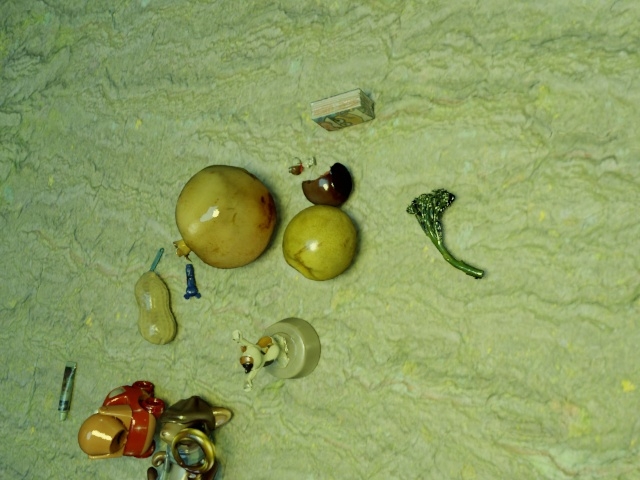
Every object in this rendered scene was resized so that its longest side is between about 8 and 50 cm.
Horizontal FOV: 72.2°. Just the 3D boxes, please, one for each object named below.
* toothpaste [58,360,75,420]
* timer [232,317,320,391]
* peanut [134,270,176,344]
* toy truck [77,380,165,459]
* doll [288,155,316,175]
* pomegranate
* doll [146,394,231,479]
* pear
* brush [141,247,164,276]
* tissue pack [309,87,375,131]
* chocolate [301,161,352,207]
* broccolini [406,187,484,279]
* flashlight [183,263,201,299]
[{"bbox_3d":[-0.963,0.570,1.664,0.062,0.037,0.216,-1,78,27],"label":"toothpaste"},{"bbox_3d":[-0.134,0.299,1.168,0.175,0.266,0.175,-3,82,26],"label":"timer"},{"bbox_3d":[-0.561,0.229,1.469,0.123,0.123,0.256,-28,70,20],"label":"peanut"},{"bbox_3d":[-0.634,0.565,1.370,0.265,0.239,0.189,15,91,52],"label":"toy truck"},{"bbox_3d":[-0.055,-0.224,1.322,0.085,0.040,0.058,7,77,27],"label":"doll"},{"bbox_3d":[-0.287,-0.060,1.276,0.319,0.319,0.319,-3,82,25],"label":"pomegranate"},{"bbox_3d":[-0.405,0.640,1.289,0.318,0.209,0.339,12,92,33],"label":"doll"},{"bbox_3d":[0.000,0.000,1.182,0.209,0.209,0.209,-3,82,25],"label":"pear"},{"bbox_3d":[-0.595,0.097,1.556,0.051,0.014,0.164,32,97,24],"label":"brush"},{"bbox_3d":[0.064,-0.364,1.238,0.155,0.115,0.065,-10,80,26],"label":"tissue pack"},{"bbox_3d":[0.013,-0.152,1.238,0.133,0.124,0.127,-15,62,52],"label":"chocolate"},{"bbox_3d":[0.332,-0.025,1.097,0.123,0.062,0.271,-50,60,29],"label":"broccolini"},{"bbox_3d":[-0.433,0.138,1.461,0.035,0.057,0.121,-43,55,56],"label":"flashlight"}]
